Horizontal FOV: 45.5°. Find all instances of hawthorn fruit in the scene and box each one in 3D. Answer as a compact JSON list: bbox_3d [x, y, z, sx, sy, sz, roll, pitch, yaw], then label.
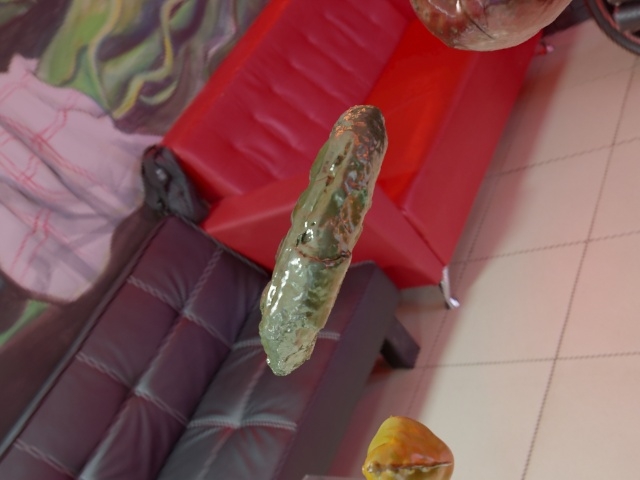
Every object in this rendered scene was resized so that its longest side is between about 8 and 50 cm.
[{"bbox_3d":[0.243,-0.390,1.088,0.262,0.258,0.258,-45,26,-19],"label":"hawthorn fruit"}]

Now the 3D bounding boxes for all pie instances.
[{"bbox_3d":[0.000,0.000,0.786,0.306,0.071,0.306,22,-90,-88],"label":"pie"}]

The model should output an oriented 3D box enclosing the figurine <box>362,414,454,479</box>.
[{"bbox_3d":[0.129,0.334,1.120,0.131,0.246,0.156,-8,75,3],"label":"figurine"}]
